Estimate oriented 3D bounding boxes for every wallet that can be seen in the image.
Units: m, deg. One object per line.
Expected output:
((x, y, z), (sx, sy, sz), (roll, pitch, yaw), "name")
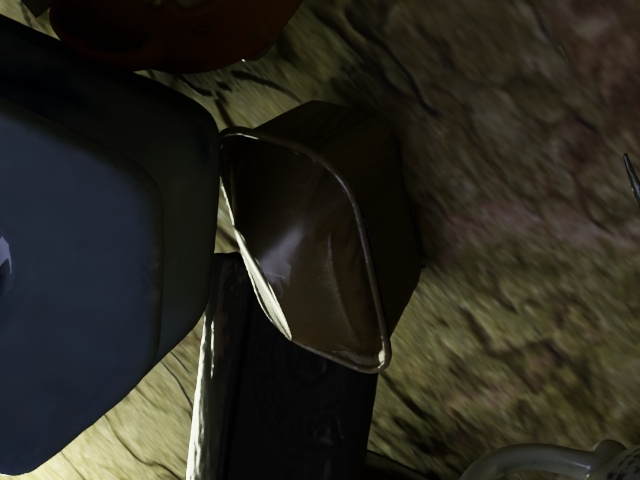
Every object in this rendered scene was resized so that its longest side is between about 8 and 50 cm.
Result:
((-0.041, 0.172, 0.938), (0.170, 0.321, 0.044), (9, -179, 45), "wallet")

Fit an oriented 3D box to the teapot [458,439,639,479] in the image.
((0.214, 0.205, 0.778), (0.299, 0.166, 0.208), (20, 157, 17), "teapot")

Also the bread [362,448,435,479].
((0.038, 0.238, 1.037), (0.212, 0.142, 0.224), (40, 157, -32), "bread")

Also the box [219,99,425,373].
((0.000, 0.000, 0.806), (0.111, 0.111, 0.177), (20, 142, 35), "box")

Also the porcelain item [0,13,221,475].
((-0.171, -0.022, 0.729), (0.242, 0.178, 0.405), (24, -174, -9), "porcelain item")

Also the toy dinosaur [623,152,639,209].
((0.181, 0.003, 0.669), (0.113, 0.026, 0.041), (50, 168, -31), "toy dinosaur")

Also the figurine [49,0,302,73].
((-0.085, -0.171, 0.647), (0.143, 0.143, 0.271), (26, 156, 27), "figurine")

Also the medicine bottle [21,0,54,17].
((-0.192, -0.197, 0.829), (0.118, 0.055, 0.074), (51, 149, -12), "medicine bottle")
